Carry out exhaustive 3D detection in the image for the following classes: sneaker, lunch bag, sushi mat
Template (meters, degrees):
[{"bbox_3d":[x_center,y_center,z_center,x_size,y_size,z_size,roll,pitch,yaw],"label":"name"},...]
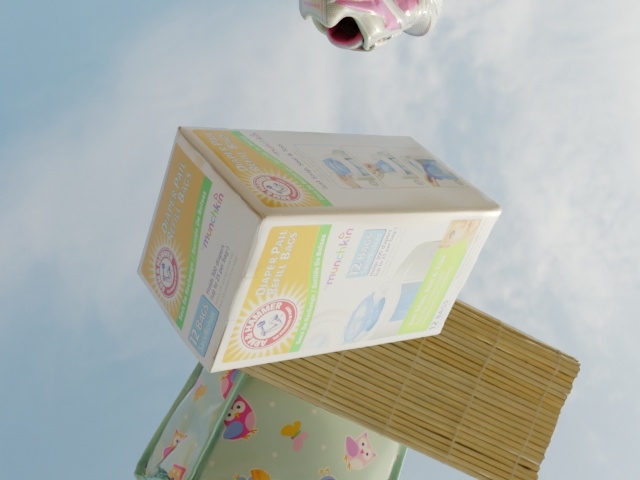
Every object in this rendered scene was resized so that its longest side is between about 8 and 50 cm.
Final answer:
[{"bbox_3d":[0.048,-0.266,0.945,0.103,0.252,0.111,25,-80,34],"label":"sneaker"},{"bbox_3d":[-0.025,0.180,0.858,0.223,0.160,0.262,35,-114,-19],"label":"lunch bag"},{"bbox_3d":[0.086,0.113,0.787,0.316,0.019,0.151,26,-104,-8],"label":"sushi mat"}]

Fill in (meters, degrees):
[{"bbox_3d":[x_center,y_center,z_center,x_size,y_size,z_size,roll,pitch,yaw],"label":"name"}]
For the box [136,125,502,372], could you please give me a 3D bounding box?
[{"bbox_3d":[0.000,0.000,0.550,0.203,0.114,0.103,-3,-144,-40],"label":"box"}]
